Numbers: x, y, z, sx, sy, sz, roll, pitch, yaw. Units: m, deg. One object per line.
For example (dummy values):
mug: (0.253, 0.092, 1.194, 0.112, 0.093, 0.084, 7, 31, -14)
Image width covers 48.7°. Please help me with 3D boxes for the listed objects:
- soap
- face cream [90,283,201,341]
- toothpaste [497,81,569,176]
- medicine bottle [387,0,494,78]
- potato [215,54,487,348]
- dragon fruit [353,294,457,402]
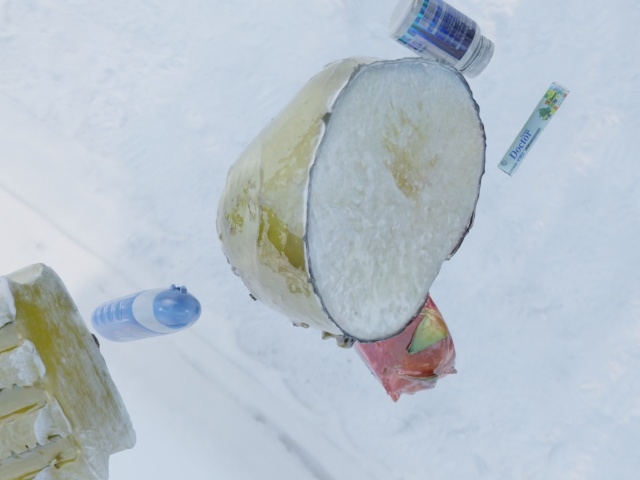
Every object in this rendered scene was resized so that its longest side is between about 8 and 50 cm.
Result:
soap: (-0.302, 0.145, 0.546, 0.274, 0.089, 0.174, -21, 98, 11)
face cream: (-0.309, 0.133, 1.282, 0.263, 0.149, 0.083, -17, 71, 48)
toothpaste: (0.356, -0.187, 1.187, 0.034, 0.046, 0.164, 35, 115, 11)
medicine bottle: (0.228, -0.385, 1.329, 0.191, 0.107, 0.107, 26, 107, -18)
potato: (0.019, -0.056, 0.736, 0.246, 0.196, 0.300, 51, 63, -35)
dragon fruit: (0.155, 0.212, 1.544, 0.189, 0.290, 0.291, -27, 101, -8)
